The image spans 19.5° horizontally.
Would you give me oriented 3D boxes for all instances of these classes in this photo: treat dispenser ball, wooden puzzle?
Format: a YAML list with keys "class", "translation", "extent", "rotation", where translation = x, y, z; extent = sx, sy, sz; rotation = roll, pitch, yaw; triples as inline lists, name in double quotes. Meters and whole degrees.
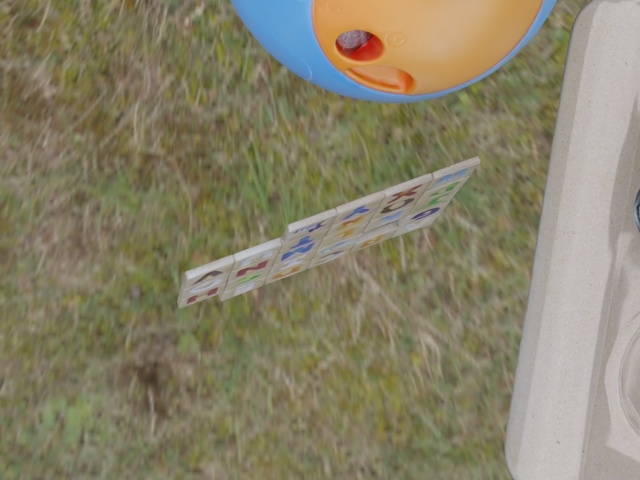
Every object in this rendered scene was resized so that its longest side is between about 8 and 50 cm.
- class: "treat dispenser ball"
  translation: [0.057, -0.252, 1.465]
  extent: [0.288, 0.288, 0.288]
  rotation: [-1, 106, -3]
- class: "wooden puzzle"
  translation: [0.308, 0.023, 1.204]
  extent: [0.348, 0.080, 0.322]
  rotation: [8, 95, -5]

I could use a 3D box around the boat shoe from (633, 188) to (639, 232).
- class: "boat shoe"
  translation: [0.259, 0.006, 0.975]
  extent: [0.119, 0.335, 0.121]
  rotation: [-20, 96, -7]

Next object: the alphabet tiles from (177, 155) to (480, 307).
- class: "alphabet tiles"
  translation: [0.000, 0.000, 1.477]
  extent: [0.237, 0.198, 0.009]
  rotation: [-20, 81, -12]
